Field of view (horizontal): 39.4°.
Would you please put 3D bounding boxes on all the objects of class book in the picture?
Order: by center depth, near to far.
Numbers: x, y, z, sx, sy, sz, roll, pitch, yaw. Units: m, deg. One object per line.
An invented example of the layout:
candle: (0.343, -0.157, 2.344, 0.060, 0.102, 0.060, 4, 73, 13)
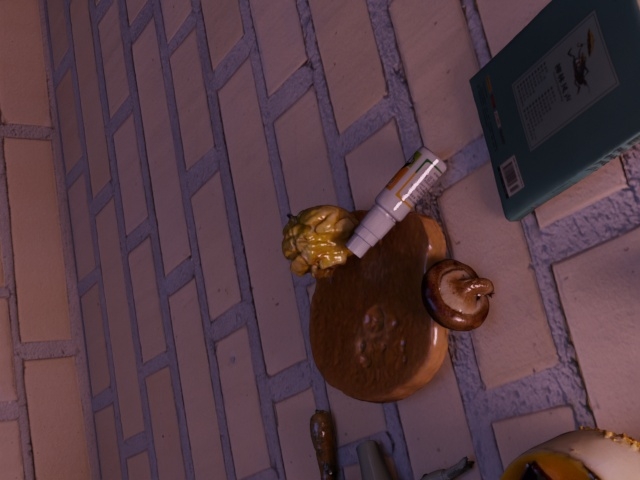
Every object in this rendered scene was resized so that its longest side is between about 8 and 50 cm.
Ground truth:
book: (0.350, -0.215, 1.295, 0.379, 0.031, 0.264, 139, 124, -59)

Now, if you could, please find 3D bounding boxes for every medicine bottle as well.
medicine bottle: (0.126, -0.066, 1.571, 0.220, 0.061, 0.092, -49, 7, 3)

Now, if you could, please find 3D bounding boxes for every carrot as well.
carrot: (0.013, 0.472, 1.826, 0.049, 0.049, 0.254, -14, 82, 55)

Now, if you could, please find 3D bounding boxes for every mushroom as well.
mushroom: (0.219, 0.088, 1.461, 0.087, 0.127, 0.127, -56, 46, 50)

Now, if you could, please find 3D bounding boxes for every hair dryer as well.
hair dryer: (0.151, 0.417, 1.619, 0.267, 0.092, 0.229, -59, 37, 17)

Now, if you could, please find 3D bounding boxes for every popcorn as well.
popcorn: (0.000, 0.000, 1.668, 0.152, 0.148, 0.167, 52, 157, 0)

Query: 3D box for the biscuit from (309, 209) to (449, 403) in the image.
biscuit: (0.105, 0.121, 1.672, 0.385, 0.062, 0.364, -9, 80, 55)

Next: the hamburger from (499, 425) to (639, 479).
hamburger: (0.364, 0.395, 1.196, 0.276, 0.179, 0.294, 40, 119, 45)
